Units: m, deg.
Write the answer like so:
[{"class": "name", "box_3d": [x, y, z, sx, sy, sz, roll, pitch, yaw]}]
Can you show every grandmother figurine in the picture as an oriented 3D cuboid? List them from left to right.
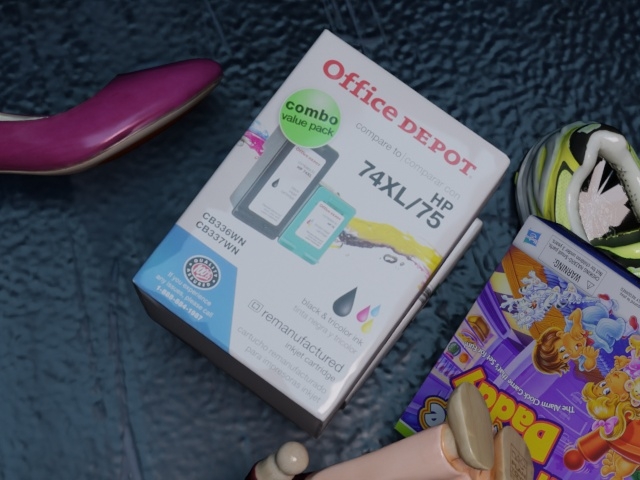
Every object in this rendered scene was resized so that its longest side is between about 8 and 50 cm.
[{"class": "grandmother figurine", "box_3d": [0.013, 0.234, 1.395, 0.342, 0.104, 0.208, -22, 120, 27]}]

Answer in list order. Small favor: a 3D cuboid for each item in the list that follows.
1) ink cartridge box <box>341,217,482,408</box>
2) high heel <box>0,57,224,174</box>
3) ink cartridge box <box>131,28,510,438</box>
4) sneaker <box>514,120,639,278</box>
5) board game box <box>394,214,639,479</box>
[{"class": "ink cartridge box", "box_3d": [0.028, 0.025, 1.536, 0.160, 0.092, 0.219, 37, 80, 5]}, {"class": "high heel", "box_3d": [-0.289, -0.135, 1.534, 0.377, 0.127, 0.181, -26, 92, -3]}, {"class": "ink cartridge box", "box_3d": [0.000, 0.000, 1.390, 0.198, 0.197, 0.270, 35, 80, 5]}, {"class": "sneaker", "box_3d": [0.284, 0.070, 1.507, 0.145, 0.147, 0.385, -21, 82, -8]}, {"class": "board game box", "box_3d": [0.264, 0.169, 1.378, 0.347, 0.078, 0.233, 37, 102, 28]}]
